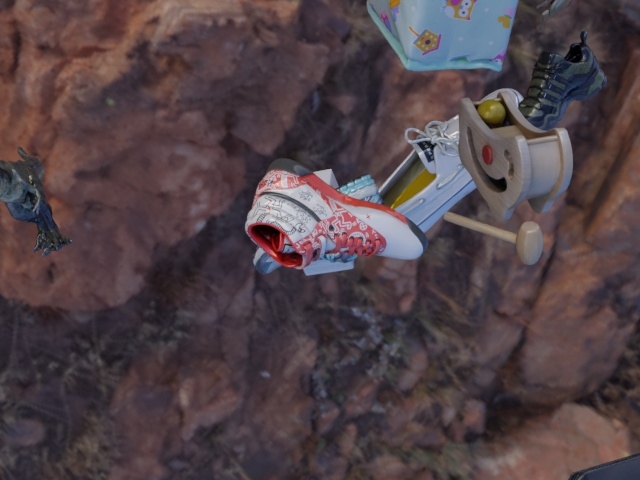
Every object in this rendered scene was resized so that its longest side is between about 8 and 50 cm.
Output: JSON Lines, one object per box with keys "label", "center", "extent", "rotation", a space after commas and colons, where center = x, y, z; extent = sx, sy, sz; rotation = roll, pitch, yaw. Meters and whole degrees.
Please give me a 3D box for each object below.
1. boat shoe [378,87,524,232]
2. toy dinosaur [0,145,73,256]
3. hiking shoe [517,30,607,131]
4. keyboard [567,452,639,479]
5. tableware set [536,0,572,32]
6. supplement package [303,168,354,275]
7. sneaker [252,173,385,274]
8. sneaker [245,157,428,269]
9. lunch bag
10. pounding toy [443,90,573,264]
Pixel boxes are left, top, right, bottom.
{"label": "boat shoe", "center": [0.222, -0.163, 1.895], "extent": [0.367, 0.135, 0.156], "rotation": [-44, 137, 18]}
{"label": "toy dinosaur", "center": [-0.322, -0.043, 1.106], "extent": [0.064, 0.268, 0.118], "rotation": [-26, 102, 0]}
{"label": "hiking shoe", "center": [0.382, -0.263, 1.713], "extent": [0.227, 0.086, 0.114], "rotation": [-37, 115, -18]}
{"label": "keyboard", "center": [0.295, 0.215, 0.795], "extent": [0.180, 0.108, 0.023], "rotation": [-15, 163, -4]}
{"label": "tableware set", "center": [0.385, -0.416, 1.578], "extent": [0.128, 0.039, 0.194], "rotation": [-43, 167, 0]}
{"label": "supplement package", "center": [-0.004, -0.034, 1.967], "extent": [0.105, 0.105, 0.179], "rotation": [-80, 154, -45]}
{"label": "sneaker", "center": [0.000, 0.000, 1.818], "extent": [0.283, 0.122, 0.110], "rotation": [-34, 175, 23]}
{"label": "sneaker", "center": [0.020, -0.002, 1.477], "extent": [0.090, 0.270, 0.145], "rotation": [-54, -170, 53]}
{"label": "lunch bag", "center": [0.145, -0.355, 1.206], "extent": [0.160, 0.262, 0.223], "rotation": [-1, 126, -12]}
{"label": "pounding toy", "center": [0.249, -0.107, 1.415], "extent": [0.155, 0.269, 0.154], "rotation": [-11, 137, -14]}
